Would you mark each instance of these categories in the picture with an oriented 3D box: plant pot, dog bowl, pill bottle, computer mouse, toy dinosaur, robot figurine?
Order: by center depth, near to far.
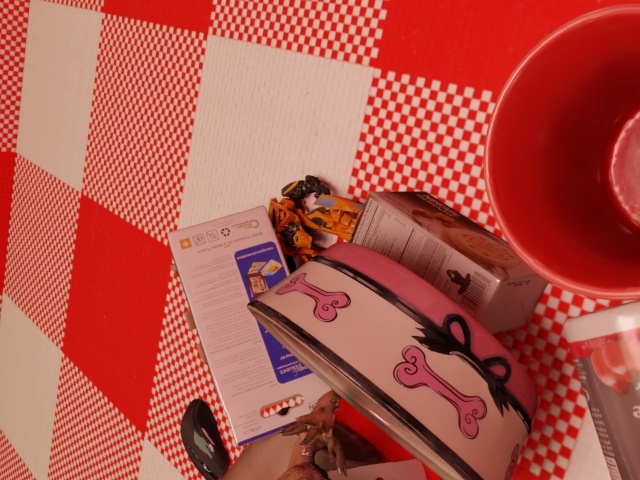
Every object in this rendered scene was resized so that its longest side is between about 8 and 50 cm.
[{"bbox_3d":[0.351,-0.085,0.709,0.275,0.243,0.275,3,94,46],"label":"plant pot"},{"bbox_3d":[0.396,0.217,0.725,0.176,0.176,0.319,-26,74,43],"label":"pill bottle"},{"bbox_3d":[0.103,0.163,0.895,0.408,0.408,0.150,31,75,40],"label":"dog bowl"},{"bbox_3d":[-0.006,0.353,0.895,0.200,0.127,0.296,-53,45,22],"label":"toy dinosaur"},{"bbox_3d":[-0.040,0.447,1.119,0.323,0.323,0.280,29,94,41],"label":"plant pot"},{"bbox_3d":[0.000,0.000,1.179,0.291,0.085,0.211,18,104,43],"label":"robot figurine"},{"bbox_3d":[-0.229,0.453,1.449,0.184,0.060,0.262,-42,63,39],"label":"computer mouse"}]

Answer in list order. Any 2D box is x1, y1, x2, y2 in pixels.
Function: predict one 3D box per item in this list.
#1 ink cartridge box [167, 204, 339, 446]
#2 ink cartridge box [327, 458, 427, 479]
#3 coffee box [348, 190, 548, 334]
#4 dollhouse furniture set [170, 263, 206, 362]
[{"bbox_3d":[-0.117,0.135,1.121,0.069,0.175,0.371,112,138,-66],"label":"ink cartridge box"},{"bbox_3d":[0.157,0.462,0.920,0.119,0.207,0.353,-48,49,42],"label":"ink cartridge box"},{"bbox_3d":[0.179,0.025,0.962,0.246,0.141,0.098,39,118,39],"label":"coffee box"},{"bbox_3d":[-0.171,0.138,1.269,0.262,0.135,0.259,-2,111,47],"label":"dollhouse furniture set"}]
